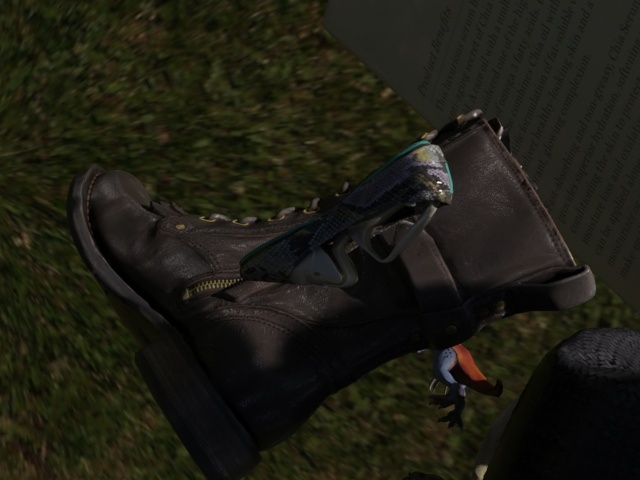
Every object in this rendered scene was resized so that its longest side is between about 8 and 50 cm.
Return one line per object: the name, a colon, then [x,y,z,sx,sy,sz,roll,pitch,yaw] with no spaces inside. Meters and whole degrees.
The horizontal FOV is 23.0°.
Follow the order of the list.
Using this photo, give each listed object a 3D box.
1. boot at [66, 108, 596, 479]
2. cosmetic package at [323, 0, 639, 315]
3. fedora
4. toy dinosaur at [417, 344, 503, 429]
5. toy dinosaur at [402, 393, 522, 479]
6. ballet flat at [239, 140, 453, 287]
boot: [0.000,0.000,0.843,0.229,0.263,0.091,-32,135,-3]
cosmetic package: [0.219,-0.117,1.026,0.161,0.230,0.453,-27,60,-33]
fedora: [0.202,0.136,0.817,0.334,0.334,0.152,14,94,-13]
toy dinosaur: [0.083,0.073,0.965,0.047,0.090,0.082,47,40,-39]
toy dinosaur: [0.083,0.204,1.024,0.118,0.064,0.268,15,86,-27]
ballet flat: [0.013,-0.001,0.721,0.114,0.041,0.041,-33,100,20]
